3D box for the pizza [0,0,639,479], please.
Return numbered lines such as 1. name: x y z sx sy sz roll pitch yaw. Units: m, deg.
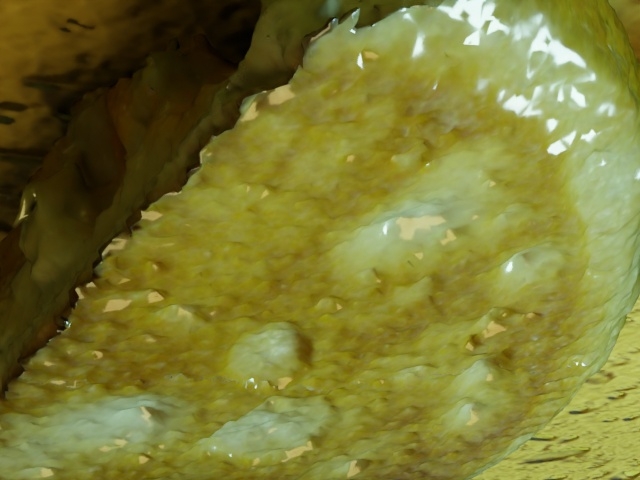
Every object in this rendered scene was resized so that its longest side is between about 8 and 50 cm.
1. pizza: 0.033 -0.001 0.461 0.268 0.087 0.258 12 142 -37
